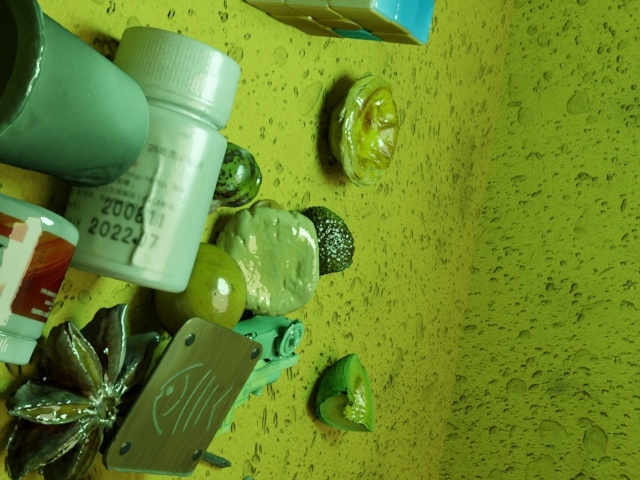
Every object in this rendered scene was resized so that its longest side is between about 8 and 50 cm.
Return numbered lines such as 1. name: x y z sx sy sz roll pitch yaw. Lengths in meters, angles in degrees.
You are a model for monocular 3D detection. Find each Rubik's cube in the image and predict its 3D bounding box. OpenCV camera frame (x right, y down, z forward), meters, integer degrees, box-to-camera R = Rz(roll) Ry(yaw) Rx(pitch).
1. Rubik's cube: 0.062 -0.569 1.536 0.292 0.291 0.290 -1 102 -63

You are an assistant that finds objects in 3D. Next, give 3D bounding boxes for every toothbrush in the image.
1. toothbrush: -0.263 0.444 1.632 0.297 0.030 0.030 51 46 -56

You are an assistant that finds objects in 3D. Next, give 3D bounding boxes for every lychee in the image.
1. lychee: 0.000 0.000 1.818 0.171 0.171 0.171 -34 130 -53

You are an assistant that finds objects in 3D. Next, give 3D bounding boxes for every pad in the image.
1. pad: -0.231 0.281 1.360 0.286 0.018 0.284 -61 151 -5

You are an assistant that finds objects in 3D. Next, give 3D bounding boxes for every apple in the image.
1. apple: -0.222 0.093 1.411 0.182 0.183 0.155 -63 147 -25

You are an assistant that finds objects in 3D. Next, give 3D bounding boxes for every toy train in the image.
1. toy train: -0.167 0.260 1.622 0.369 0.150 0.237 -7 115 -61

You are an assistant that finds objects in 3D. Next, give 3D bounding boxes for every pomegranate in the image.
1. pomegranate: -0.180 -0.105 1.454 0.138 0.126 0.163 51 56 -72

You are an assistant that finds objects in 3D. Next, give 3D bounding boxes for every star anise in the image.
1. star anise: -0.380 0.249 1.239 0.332 0.118 0.331 -41 143 -41

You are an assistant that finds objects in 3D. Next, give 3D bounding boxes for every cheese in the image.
1. cheese: -0.109 0.044 1.572 0.117 0.214 0.225 -162 -103 -73

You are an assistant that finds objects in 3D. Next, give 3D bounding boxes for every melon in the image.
1. melon: 0.058 0.413 2.145 0.265 0.129 0.169 61 26 -48

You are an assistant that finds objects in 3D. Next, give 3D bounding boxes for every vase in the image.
1. vase: -0.370 -0.184 0.982 0.291 0.245 0.245 26 78 -72

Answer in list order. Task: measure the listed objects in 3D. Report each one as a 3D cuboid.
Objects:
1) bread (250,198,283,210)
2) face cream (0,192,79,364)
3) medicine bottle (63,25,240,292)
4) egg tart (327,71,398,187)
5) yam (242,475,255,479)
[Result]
1. bread: -0.101 0.023 1.713 0.092 0.074 0.239 -57 147 -43
2. face cream: -0.427 0.036 0.961 0.201 0.201 0.187 39 67 -60
3. medicine bottle: -0.262 -0.120 1.200 0.211 0.211 0.371 22 81 -62
4. egg tart: 0.096 -0.273 1.920 0.295 0.116 0.294 -32 129 -51
5. yam: -0.158 0.623 1.902 0.032 0.032 0.145 -58 148 -33
